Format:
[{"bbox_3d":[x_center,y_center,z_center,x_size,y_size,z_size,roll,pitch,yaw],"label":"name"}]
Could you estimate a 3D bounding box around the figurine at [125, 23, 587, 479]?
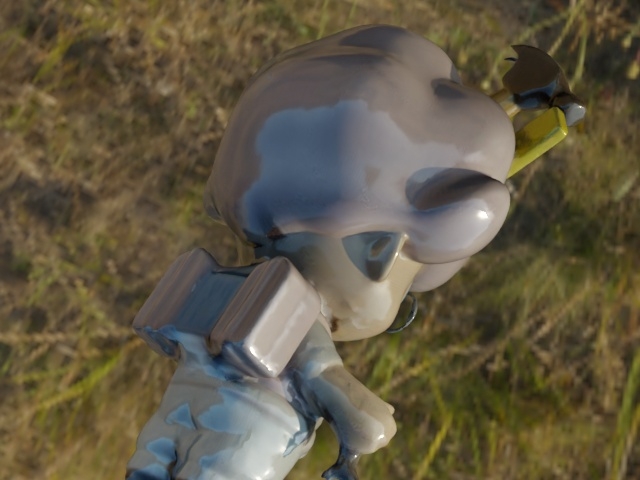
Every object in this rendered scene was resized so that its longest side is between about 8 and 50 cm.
[{"bbox_3d":[0.000,0.000,0.608,0.112,0.229,0.137,41,158,-28],"label":"figurine"}]
